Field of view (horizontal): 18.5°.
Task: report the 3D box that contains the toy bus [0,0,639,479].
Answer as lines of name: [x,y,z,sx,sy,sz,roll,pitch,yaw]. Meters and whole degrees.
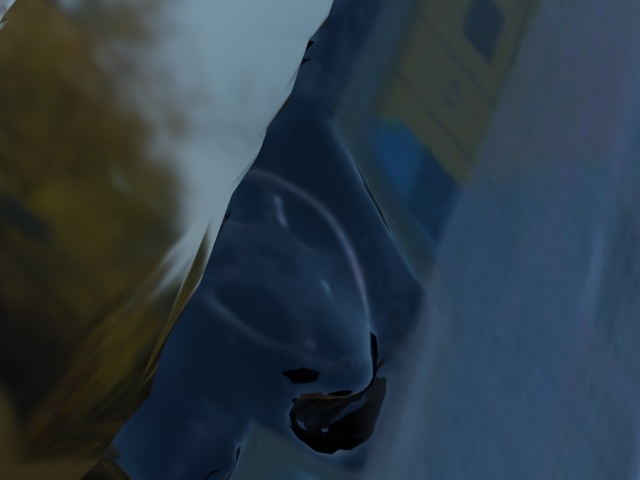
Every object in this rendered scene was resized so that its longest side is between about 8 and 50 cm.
toy bus: [0.000,0.000,0.513,0.171,0.386,0.162,-20,-59,34]
